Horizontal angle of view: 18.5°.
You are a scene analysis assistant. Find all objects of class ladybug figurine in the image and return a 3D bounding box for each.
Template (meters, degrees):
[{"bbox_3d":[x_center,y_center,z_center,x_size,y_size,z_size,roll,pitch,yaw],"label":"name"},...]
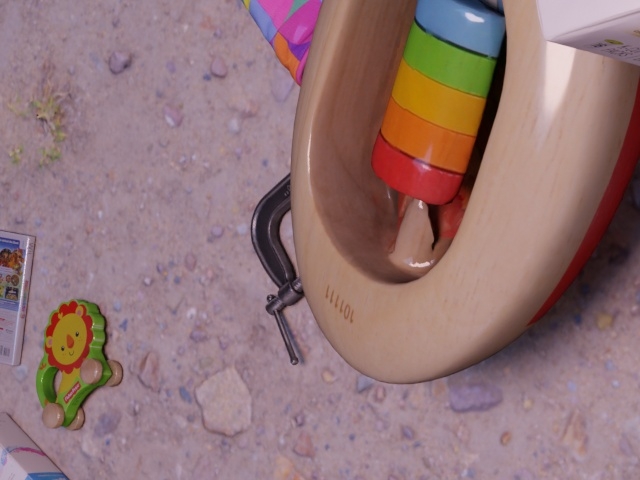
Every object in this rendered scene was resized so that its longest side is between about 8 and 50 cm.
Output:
[{"bbox_3d":[0.122,-0.107,1.402,0.305,0.162,0.449,45,126,44],"label":"ladybug figurine"}]

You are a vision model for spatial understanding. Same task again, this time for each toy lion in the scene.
[{"bbox_3d":[-0.225,0.107,1.771,0.100,0.034,0.096,-49,54,25],"label":"toy lion"}]

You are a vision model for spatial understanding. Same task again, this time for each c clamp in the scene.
[{"bbox_3d":[0.000,0.000,1.612,0.160,0.022,0.137,-47,57,27],"label":"c clamp"}]

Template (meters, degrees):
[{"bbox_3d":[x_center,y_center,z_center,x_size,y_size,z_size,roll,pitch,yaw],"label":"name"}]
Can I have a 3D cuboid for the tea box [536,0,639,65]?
[{"bbox_3d":[0.333,-0.237,1.175,0.323,0.329,0.220,-13,80,35],"label":"tea box"}]

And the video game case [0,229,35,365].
[{"bbox_3d":[-0.308,0.051,1.847,0.087,0.011,0.122,9,93,38],"label":"video game case"}]

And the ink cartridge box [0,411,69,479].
[{"bbox_3d":[-0.289,0.227,1.797,0.122,0.052,0.088,40,111,30],"label":"ink cartridge box"}]

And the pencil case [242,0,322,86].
[{"bbox_3d":[-0.032,-0.234,1.600,0.104,0.104,0.236,-43,65,27],"label":"pencil case"}]
